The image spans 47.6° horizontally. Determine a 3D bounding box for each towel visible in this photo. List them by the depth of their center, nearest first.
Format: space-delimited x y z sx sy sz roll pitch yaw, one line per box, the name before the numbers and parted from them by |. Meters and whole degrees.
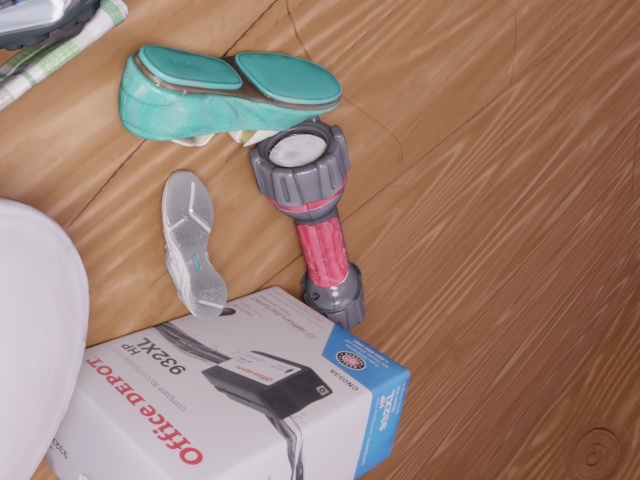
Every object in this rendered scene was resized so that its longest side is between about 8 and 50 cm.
towel | -0.208 -0.115 0.493 0.152 0.113 0.023 -44 118 -19

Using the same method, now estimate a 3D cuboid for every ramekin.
ramekin | -0.283 0.085 0.466 0.273 0.127 0.272 17 90 -76

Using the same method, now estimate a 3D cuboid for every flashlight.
flashlight | 0.000 0.000 0.846 0.103 0.103 0.304 -42 142 -25

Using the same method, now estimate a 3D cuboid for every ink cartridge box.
ink cartridge box | -0.092 0.181 0.758 0.308 0.223 0.128 -16 127 -45

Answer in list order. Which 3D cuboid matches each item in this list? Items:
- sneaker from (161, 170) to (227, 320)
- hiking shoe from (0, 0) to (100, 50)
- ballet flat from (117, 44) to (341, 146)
sneaker | -0.137 0.005 0.725 0.054 0.061 0.152 -17 109 -35
hiking shoe | -0.214 -0.179 0.431 0.304 0.113 0.132 -50 138 -20
ballet flat | -0.085 -0.129 0.677 0.247 0.083 0.087 -10 147 -48
